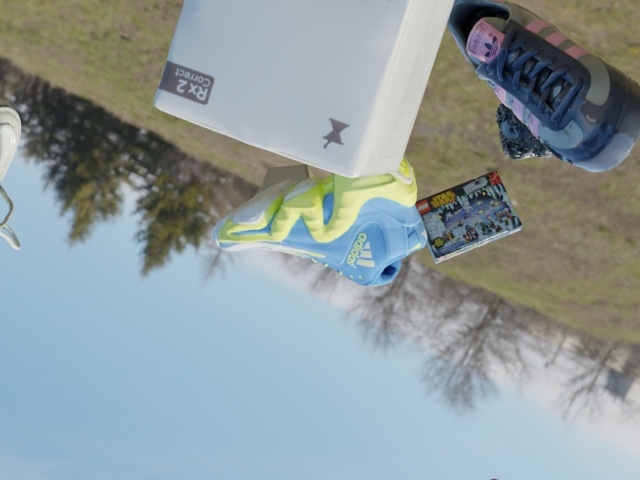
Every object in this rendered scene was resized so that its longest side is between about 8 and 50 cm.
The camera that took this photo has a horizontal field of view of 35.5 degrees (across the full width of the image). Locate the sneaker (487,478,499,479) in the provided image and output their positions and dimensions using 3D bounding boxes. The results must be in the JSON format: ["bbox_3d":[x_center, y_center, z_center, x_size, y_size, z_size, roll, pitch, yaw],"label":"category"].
[{"bbox_3d":[0.196,0.390,1.302,0.074,0.170,0.063,11,160,13],"label":"sneaker"}]

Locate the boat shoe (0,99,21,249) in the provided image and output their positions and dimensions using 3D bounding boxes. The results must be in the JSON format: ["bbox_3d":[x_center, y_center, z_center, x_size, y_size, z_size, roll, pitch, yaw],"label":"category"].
[{"bbox_3d":[-0.457,-0.015,1.253,0.156,0.367,0.136,19,155,23],"label":"boat shoe"}]

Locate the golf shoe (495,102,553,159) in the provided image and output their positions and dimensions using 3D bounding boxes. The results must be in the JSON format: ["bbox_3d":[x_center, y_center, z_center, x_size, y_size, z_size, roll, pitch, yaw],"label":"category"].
[{"bbox_3d":[0.301,-0.147,1.318,0.093,0.077,0.198,-12,-164,-14],"label":"golf shoe"}]

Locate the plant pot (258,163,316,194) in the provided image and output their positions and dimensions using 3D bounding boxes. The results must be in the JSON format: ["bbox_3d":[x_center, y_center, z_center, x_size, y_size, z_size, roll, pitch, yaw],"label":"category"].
[{"bbox_3d":[-0.051,-0.076,1.766,0.109,0.096,0.109,-5,163,14],"label":"plant pot"}]

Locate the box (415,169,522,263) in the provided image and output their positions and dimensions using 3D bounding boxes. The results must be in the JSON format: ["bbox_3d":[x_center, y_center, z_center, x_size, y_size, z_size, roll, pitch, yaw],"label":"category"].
[{"bbox_3d":[0.213,-0.035,1.459,0.027,0.137,0.094,77,171,-73],"label":"box"}]

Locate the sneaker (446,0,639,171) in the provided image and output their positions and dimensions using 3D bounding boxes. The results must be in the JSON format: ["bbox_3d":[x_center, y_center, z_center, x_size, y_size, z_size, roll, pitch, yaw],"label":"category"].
[{"bbox_3d":[0.219,-0.173,1.048,0.131,0.112,0.319,22,-160,-23],"label":"sneaker"}]

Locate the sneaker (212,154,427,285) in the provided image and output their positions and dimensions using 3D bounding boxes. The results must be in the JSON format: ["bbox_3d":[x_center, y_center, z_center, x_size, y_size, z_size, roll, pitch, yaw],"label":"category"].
[{"bbox_3d":[0.000,0.000,0.945,0.240,0.126,0.091,-19,-167,44],"label":"sneaker"}]

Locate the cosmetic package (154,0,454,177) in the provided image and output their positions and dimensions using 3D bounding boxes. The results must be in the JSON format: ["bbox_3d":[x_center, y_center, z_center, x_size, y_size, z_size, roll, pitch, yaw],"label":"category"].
[{"bbox_3d":[-0.003,-0.141,0.731,0.151,0.151,0.183,20,-171,10],"label":"cosmetic package"}]
